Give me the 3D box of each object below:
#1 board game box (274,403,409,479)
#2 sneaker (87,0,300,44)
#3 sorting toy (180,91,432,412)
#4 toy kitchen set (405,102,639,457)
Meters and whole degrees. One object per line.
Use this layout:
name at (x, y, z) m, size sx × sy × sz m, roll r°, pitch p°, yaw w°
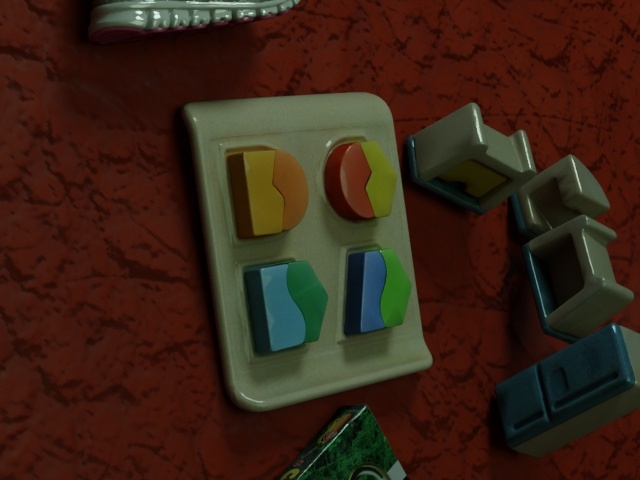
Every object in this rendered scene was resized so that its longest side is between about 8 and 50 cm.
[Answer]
board game box at (-0.017, 0.234, 0.969) m, size 0.259 × 0.030 × 0.136 m, roll -43°, pitch 109°, yaw -41°
sneaker at (-0.081, -0.173, 0.975) m, size 0.170 × 0.063 × 0.075 m, roll -14°, pitch 97°, yaw -40°
sorting toy at (0.000, 0.000, 1.032) m, size 0.193 × 0.038 × 0.208 m, roll -9°, pitch 87°, yaw -45°
toy kitchen set at (0.137, 0.032, 1.130) m, size 0.166 × 0.122 × 0.207 m, roll 23°, pitch 45°, yaw -39°
